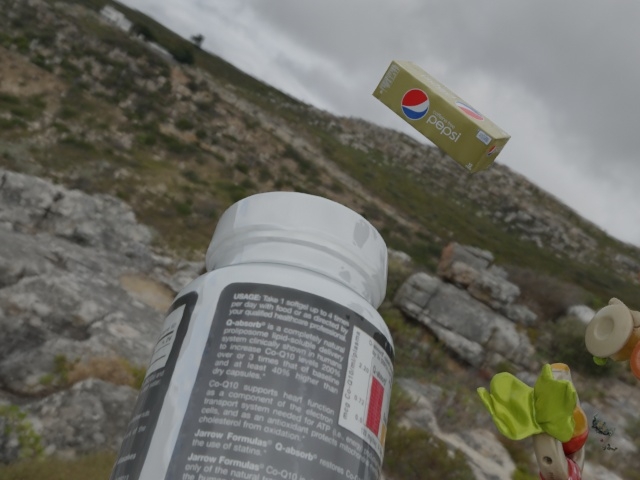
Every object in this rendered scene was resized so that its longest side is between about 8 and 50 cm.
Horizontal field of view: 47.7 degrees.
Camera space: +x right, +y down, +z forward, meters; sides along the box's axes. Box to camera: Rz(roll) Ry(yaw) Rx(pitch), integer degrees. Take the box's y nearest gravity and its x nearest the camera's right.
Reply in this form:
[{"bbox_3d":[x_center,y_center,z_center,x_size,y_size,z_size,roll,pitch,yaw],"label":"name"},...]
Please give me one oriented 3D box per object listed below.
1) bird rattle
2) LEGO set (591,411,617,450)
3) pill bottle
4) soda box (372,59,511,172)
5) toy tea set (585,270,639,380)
[{"bbox_3d":[0.343,0.286,1.026,0.207,0.143,0.253,-32,100,-53],"label":"bird rattle"},{"bbox_3d":[0.563,0.386,1.448,0.054,0.023,0.083,22,46,-2],"label":"LEGO set"},{"bbox_3d":[-0.037,0.115,0.460,0.162,0.278,0.162,8,-36,6],"label":"pill bottle"},{"bbox_3d":[0.160,-0.168,0.969,0.181,0.058,0.061,43,30,20],"label":"soda box"},{"bbox_3d":[0.539,0.088,1.014,0.124,0.336,0.200,29,16,-18],"label":"toy tea set"}]
